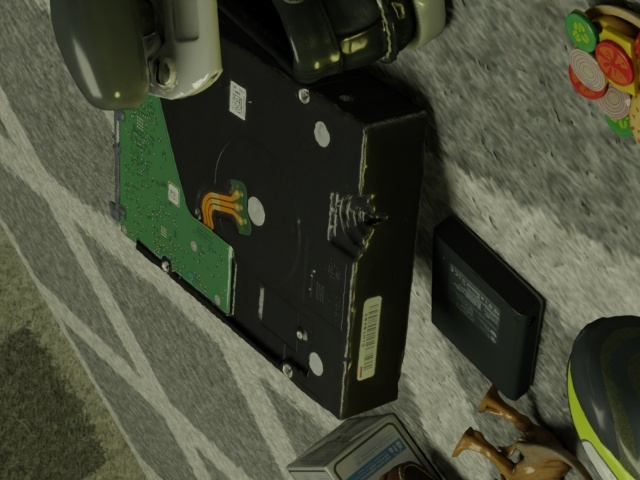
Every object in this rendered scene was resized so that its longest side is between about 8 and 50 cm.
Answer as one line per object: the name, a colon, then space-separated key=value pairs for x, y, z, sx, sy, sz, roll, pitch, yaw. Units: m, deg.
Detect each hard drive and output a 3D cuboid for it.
hard drive: x=-0.053 y=-0.049 z=1.147 sx=0.339 sy=0.064 sz=0.236 roll=34 pitch=131 yaw=44
hard drive: x=0.117 y=0.052 z=1.099 sx=0.094 sy=0.022 sz=0.135 roll=45 pitch=160 yaw=25

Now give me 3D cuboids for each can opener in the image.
can opener: x=-0.109 y=-0.216 z=0.860 sx=0.076 sy=0.095 sz=0.283 roll=1 pitch=100 yaw=41

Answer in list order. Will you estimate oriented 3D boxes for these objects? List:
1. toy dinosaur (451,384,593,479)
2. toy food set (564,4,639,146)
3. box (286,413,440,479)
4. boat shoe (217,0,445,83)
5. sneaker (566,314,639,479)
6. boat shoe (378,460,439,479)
toy dinosaur: x=0.164 y=0.160 z=1.150 sx=0.112 sy=0.064 sz=0.211 roll=31 pitch=167 yaw=12
toy food set: x=0.153 y=-0.080 z=0.760 sx=0.082 sy=0.020 sz=0.083 roll=38 pitch=157 yaw=41
box: x=0.099 y=0.318 z=1.535 sx=0.290 sy=0.087 sz=0.169 roll=55 pitch=163 yaw=-3
boat shoe: x=-0.072 y=-0.196 z=0.964 sx=0.340 sy=0.113 sz=0.127 roll=43 pitch=159 yaw=31
sneaker: x=0.254 y=0.122 z=0.781 sx=0.300 sy=0.111 sz=0.121 roll=37 pitch=146 yaw=29
boat shoe: x=0.142 y=0.281 z=1.407 sx=0.207 sy=0.073 sz=0.073 roll=48 pitch=125 yaw=6
